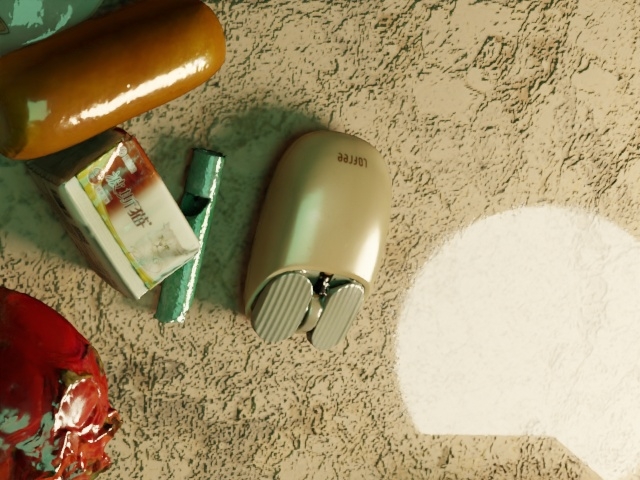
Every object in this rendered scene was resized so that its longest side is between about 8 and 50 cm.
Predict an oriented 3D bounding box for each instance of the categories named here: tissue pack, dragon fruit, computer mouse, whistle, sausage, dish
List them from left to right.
[{"bbox_3d":[-0.313,0.154,1.672,0.241,0.252,0.241,-20,139,-18],"label":"dragon fruit"},{"bbox_3d":[-0.296,-0.251,1.647,0.229,0.081,0.229,-37,157,-19],"label":"dish"},{"bbox_3d":[-0.207,-0.163,1.716,0.274,0.105,0.105,-28,116,-34],"label":"sausage"},{"bbox_3d":[-0.205,-0.034,1.765,0.099,0.106,0.148,-38,119,-15],"label":"tissue pack"},{"bbox_3d":[-0.137,-0.003,1.853,0.039,0.039,0.186,9,100,-31],"label":"whistle"},{"bbox_3d":[0.000,0.000,1.905,0.145,0.082,0.236,13,96,-32],"label":"computer mouse"}]
